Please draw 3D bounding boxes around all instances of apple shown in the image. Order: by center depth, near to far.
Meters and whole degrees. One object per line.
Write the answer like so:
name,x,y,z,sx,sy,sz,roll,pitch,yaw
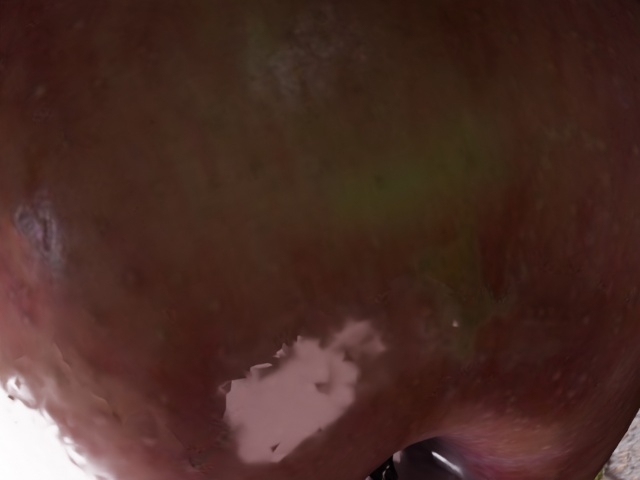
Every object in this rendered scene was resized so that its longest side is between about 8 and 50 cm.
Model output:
apple,0.000,0.000,0.652,0.306,0.235,0.305,-18,149,-12
